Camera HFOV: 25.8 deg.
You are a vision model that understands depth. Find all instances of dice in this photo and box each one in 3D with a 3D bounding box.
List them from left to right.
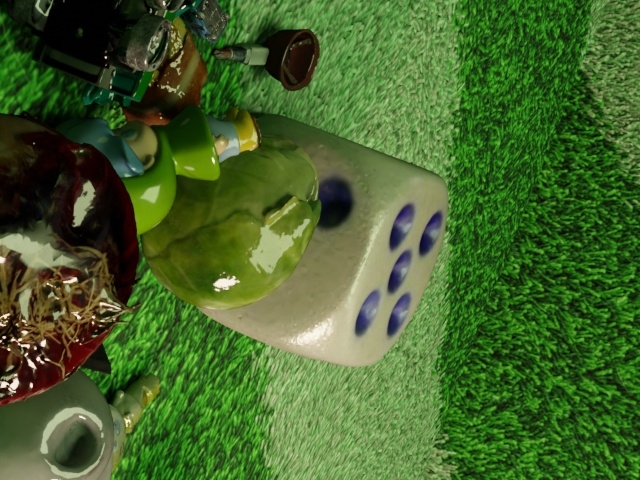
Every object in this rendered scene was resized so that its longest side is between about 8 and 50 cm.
[{"bbox_3d":[0.000,0.000,2.024,0.304,0.277,0.304,9,102,-70],"label":"dice"}]

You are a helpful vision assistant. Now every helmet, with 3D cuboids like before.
[{"bbox_3d":[-0.051,-0.257,1.942,0.111,0.057,0.089,13,95,-68],"label":"helmet"}]

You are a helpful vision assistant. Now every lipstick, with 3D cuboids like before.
[{"bbox_3d":[-0.110,-0.249,1.861,0.107,0.025,0.025,-10,120,-57],"label":"lipstick"}]

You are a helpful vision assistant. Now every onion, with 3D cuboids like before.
[{"bbox_3d":[-0.336,0.016,1.363,0.314,0.232,0.313,-18,122,-32],"label":"onion"}]

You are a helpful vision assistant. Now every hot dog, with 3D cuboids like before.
[{"bbox_3d":[-0.187,-0.190,1.648,0.123,0.093,0.261,-60,157,-18],"label":"hot dog"}]

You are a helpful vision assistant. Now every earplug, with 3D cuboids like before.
[{"bbox_3d":[-0.325,0.260,1.657,0.214,0.175,0.325,-53,165,-27],"label":"earplug"}]

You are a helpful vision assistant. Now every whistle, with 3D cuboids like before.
[{"bbox_3d":[-0.286,0.246,1.906,0.198,0.057,0.104,-52,139,-52],"label":"whistle"}]

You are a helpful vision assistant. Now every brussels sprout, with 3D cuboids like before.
[{"bbox_3d":[-0.117,-0.030,1.791,0.244,0.244,0.244,-49,152,-38],"label":"brussels sprout"}]

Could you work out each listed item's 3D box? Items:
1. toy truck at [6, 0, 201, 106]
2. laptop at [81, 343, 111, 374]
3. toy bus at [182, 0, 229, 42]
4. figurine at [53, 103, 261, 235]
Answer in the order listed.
[{"bbox_3d":[-0.190,-0.313,1.445,0.178,0.177,0.363,-7,118,-75],"label":"toy truck"},{"bbox_3d":[-0.304,0.084,1.621,0.016,0.135,0.197,-28,161,11],"label":"laptop"},{"bbox_3d":[-0.146,-0.282,1.718,0.038,0.046,0.083,-61,155,-17],"label":"toy bus"},{"bbox_3d":[-0.197,-0.085,1.569,0.263,0.162,0.143,-20,110,-17],"label":"figurine"}]
